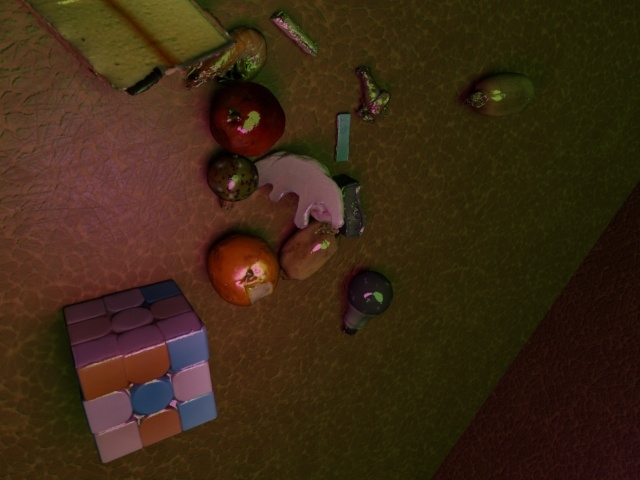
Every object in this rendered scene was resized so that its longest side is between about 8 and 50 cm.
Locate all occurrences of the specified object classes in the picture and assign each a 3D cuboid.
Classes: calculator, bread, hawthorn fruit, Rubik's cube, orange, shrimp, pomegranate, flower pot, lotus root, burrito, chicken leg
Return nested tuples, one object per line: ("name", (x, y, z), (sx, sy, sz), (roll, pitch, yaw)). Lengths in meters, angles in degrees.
("calculator", (0.078, -0.365, 1.730), (0.057, 0.018, 0.172), (-12, 116, -26))
("bread", (-0.481, -0.564, 1.173), (0.346, 0.242, 0.405), (-44, 130, -12))
("hawthorn fruit", (-0.217, -0.346, 1.407), (0.224, 0.261, 0.224), (0, 104, -1))
("Rubik's cube", (-0.537, 0.368, 1.462), (0.347, 0.347, 0.344), (-13, 116, -26))
("orange", (-0.249, 0.094, 1.600), (0.240, 0.240, 0.240), (-13, 117, -27))
("shrimp", (-0.267, -0.507, 1.431), (0.287, 0.063, 0.152), (-44, 138, -10))
("pomegranate", (-0.276, -0.178, 1.516), (0.159, 0.159, 0.205), (-6, 139, -30))
("flower pot", (0.092, -0.120, 1.793), (0.103, 0.108, 0.229), (-23, 120, -21))
("lotus root", (-0.049, 0.038, 1.727), (0.146, 0.160, 0.284), (21, 123, -43))
("burrito", (-0.074, -0.633, 1.506), (0.185, 0.041, 0.045), (34, 49, -37))
("chicken leg", (0.184, -0.505, 1.701), (0.125, 0.080, 0.196), (-9, 115, -15))
("lotus root", (0.720, -0.581, 1.955), (0.343, 0.151, 0.169), (-15, 117, -29))

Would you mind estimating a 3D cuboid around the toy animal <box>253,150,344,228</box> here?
("toy animal", (-0.066, -0.173, 1.635), (0.308, 0.188, 0.266), (-5, 101, 17))

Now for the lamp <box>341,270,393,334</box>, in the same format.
("lamp", (0.159, 0.260, 1.981), (0.182, 0.182, 0.314), (24, 115, -37))
